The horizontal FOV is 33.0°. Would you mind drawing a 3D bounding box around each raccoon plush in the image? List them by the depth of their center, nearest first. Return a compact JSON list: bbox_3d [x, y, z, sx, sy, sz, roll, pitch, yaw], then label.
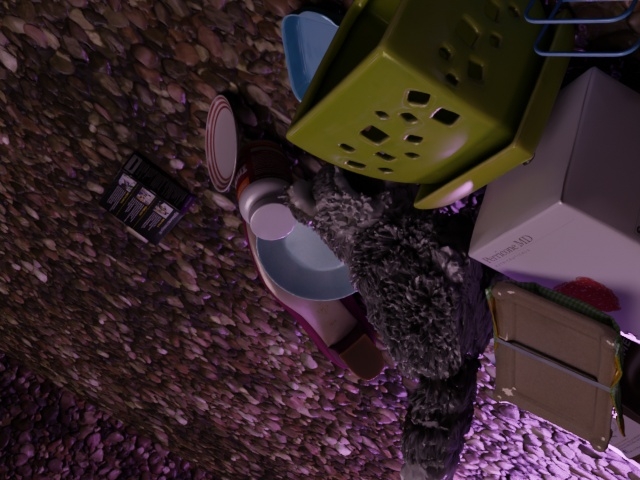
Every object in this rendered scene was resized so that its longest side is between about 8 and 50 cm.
[{"bbox_3d":[0.068,0.090,1.446,0.299,0.447,0.216,14,172,28],"label":"raccoon plush"}]

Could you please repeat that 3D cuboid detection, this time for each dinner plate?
[{"bbox_3d":[-0.140,-0.141,1.571,0.017,0.141,0.141,-4,162,-25],"label":"dinner plate"}]

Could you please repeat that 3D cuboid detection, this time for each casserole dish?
[{"bbox_3d":[0.013,-0.225,1.364,0.114,0.037,0.188,20,148,21],"label":"casserole dish"}]

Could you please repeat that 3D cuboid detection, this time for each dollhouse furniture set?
[{"bbox_3d":[0.347,0.130,1.177,0.301,0.151,0.198,25,141,32],"label":"dollhouse furniture set"}]

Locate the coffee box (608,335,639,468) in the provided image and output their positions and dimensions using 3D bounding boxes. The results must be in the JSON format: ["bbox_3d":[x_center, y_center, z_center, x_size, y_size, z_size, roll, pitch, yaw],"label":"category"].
[{"bbox_3d":[0.456,0.208,1.457,0.297,0.168,0.119,34,151,-3],"label":"coffee box"}]

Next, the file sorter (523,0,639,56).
[{"bbox_3d":[0.243,-0.268,1.010,0.118,0.104,0.170,7,142,36],"label":"file sorter"}]

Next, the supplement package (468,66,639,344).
[{"bbox_3d":[0.340,-0.018,1.166,0.292,0.175,0.177,27,153,-14],"label":"supplement package"}]

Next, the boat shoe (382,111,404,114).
[{"bbox_3d":[0.161,-0.129,1.323,0.227,0.079,0.081,12,141,26],"label":"boat shoe"}]

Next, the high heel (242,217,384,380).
[{"bbox_3d":[-0.029,0.066,1.790,0.377,0.127,0.181,61,173,-17],"label":"high heel"}]

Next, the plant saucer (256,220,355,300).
[{"bbox_3d":[0.000,0.000,1.647,0.194,0.037,0.195,2,116,3],"label":"plant saucer"}]

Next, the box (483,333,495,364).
[{"bbox_3d":[0.304,0.133,1.623,0.114,0.036,0.207,42,149,-17],"label":"box"}]

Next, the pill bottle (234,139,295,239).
[{"bbox_3d":[-0.078,-0.072,1.551,0.086,0.152,0.086,-6,128,-8],"label":"pill bottle"}]

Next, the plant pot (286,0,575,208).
[{"bbox_3d":[0.128,-0.176,1.148,0.207,0.228,0.227,34,151,-14],"label":"plant pot"}]

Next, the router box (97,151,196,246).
[{"bbox_3d":[-0.307,-0.069,1.893,0.133,0.046,0.179,37,151,-9],"label":"router box"}]
